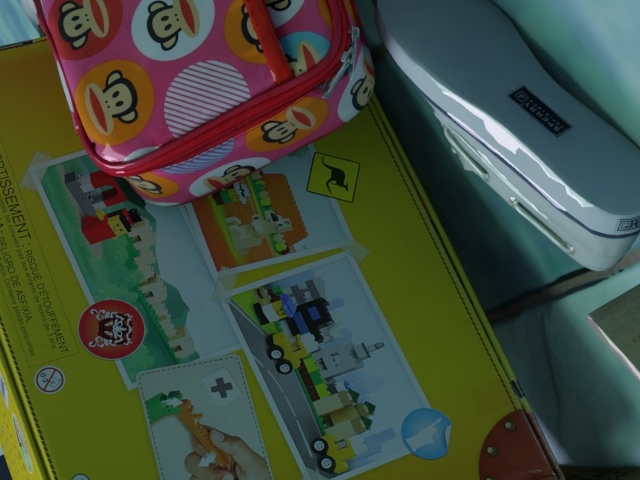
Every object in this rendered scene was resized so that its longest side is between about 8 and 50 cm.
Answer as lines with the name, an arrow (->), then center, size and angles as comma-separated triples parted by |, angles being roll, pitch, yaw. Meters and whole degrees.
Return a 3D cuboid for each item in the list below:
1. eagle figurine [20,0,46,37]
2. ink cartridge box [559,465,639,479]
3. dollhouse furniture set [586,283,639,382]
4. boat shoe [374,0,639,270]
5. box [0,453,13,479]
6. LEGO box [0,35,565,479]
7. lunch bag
eagle figurine -> -0.220, -0.136, 1.558 | 0.225, 0.298, 0.226 | -30, 71, 53
ink cartridge box -> 0.236, 0.292, 1.257 | 0.193, 0.088, 0.235 | 66, 156, -3
dollhouse furniture set -> 0.252, 0.114, 0.994 | 0.144, 0.123, 0.151 | 51, 154, 26
boat shoe -> 0.132, -0.085, 1.082 | 0.267, 0.096, 0.088 | 43, 146, 22
box -> -0.174, 0.446, 1.762 | 0.297, 0.480, 0.471 | 40, 147, 44
LEGO box -> -0.091, 0.062, 1.229 | 0.193, 0.372, 0.500 | 111, 139, -60
lunch bag -> -0.080, -0.195, 1.132 | 0.293, 0.258, 0.120 | 69, -168, 22
